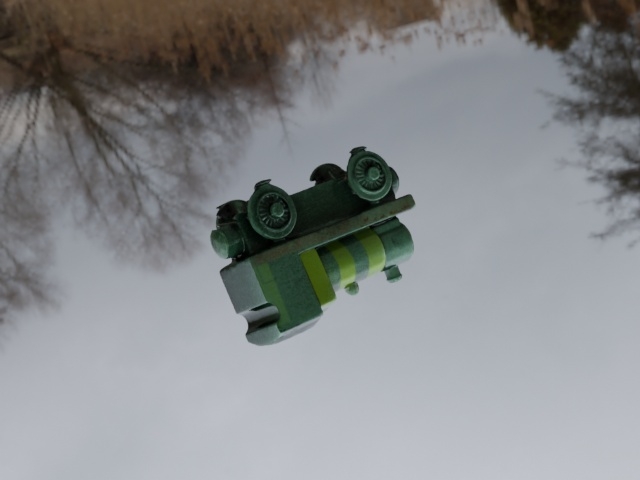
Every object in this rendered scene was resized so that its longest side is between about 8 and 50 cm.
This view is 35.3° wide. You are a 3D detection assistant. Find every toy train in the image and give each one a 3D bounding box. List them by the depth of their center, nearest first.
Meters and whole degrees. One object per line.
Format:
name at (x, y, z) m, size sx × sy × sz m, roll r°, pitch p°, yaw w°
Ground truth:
toy train at (0.000, 0.000, 0.885) m, size 0.200 × 0.132 × 0.083 m, roll -21°, pitch 179°, yaw -31°
